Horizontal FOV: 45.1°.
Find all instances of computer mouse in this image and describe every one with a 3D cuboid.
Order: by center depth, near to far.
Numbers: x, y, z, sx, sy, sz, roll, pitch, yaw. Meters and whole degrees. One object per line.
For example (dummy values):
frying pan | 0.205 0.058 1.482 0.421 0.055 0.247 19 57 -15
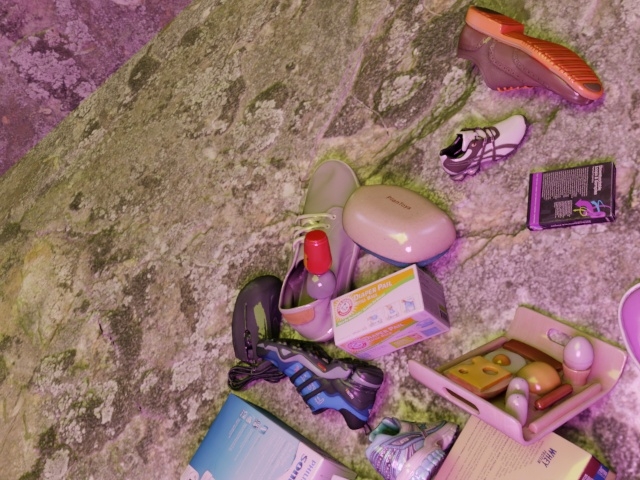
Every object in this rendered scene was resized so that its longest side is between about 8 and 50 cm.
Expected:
computer mouse | -0.144 0.190 1.745 0.188 0.072 0.272 -19 54 30

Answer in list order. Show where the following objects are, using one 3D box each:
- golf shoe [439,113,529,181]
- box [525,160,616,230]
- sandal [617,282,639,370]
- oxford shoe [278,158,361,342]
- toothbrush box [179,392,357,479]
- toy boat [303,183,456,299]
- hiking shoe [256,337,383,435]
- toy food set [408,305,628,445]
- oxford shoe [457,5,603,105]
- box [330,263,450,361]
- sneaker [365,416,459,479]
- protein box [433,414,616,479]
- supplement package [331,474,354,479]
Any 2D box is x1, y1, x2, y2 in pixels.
golf shoe | 0.335 -0.202 1.589 0.198 0.094 0.077 -37 46 13
box | 0.471 -0.082 1.452 0.162 0.029 0.116 -7 61 37
sandal | 0.565 0.191 1.126 0.169 0.102 0.416 -41 37 19
oxford shoe | 0.000 0.000 1.709 0.169 0.130 0.450 -12 56 35
toothbrush box | -0.109 0.467 1.511 0.295 0.126 0.216 21 78 44
toy boat | 0.100 0.004 1.575 0.318 0.148 0.267 -23 38 -24
hiking shoe | -0.022 0.280 1.549 0.304 0.113 0.132 15 93 38
toy food set | 0.321 0.198 1.248 0.219 0.306 0.093 26 121 44
oxford shoe | 0.431 -0.360 1.616 0.364 0.129 0.133 48 130 38
box | 0.134 0.147 1.521 0.203 0.114 0.103 -26 51 26
sneaker | 0.151 0.332 1.285 0.122 0.283 0.110 33 95 15
protein box | 0.314 0.389 1.216 0.201 0.136 0.200 25 81 45
supplement package | 0.100 0.516 1.263 0.149 0.203 0.194 6 69 41
